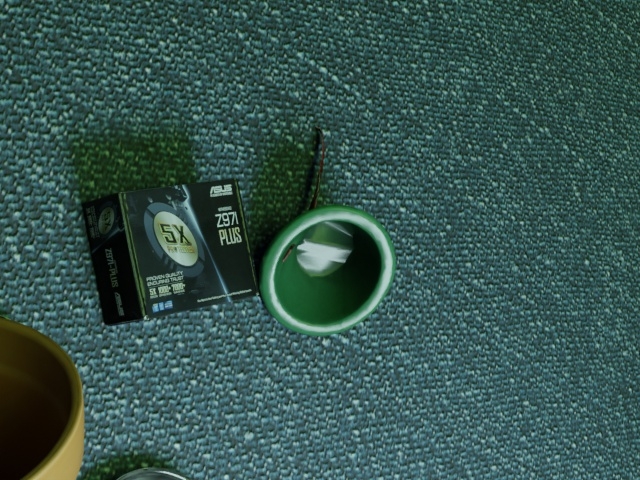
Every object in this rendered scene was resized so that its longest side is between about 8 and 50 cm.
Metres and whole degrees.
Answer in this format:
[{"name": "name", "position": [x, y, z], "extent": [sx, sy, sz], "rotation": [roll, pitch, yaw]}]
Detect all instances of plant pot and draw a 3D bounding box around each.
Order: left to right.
[{"name": "plant pot", "position": [-0.350, 0.229, 1.184], "extent": [0.291, 0.290, 0.204], "rotation": [-37, 139, -42]}]

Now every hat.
[{"name": "hat", "position": [0.000, 0.000, 1.745], "extent": [0.208, 0.183, 0.173], "rotation": [-46, 114, 7]}]

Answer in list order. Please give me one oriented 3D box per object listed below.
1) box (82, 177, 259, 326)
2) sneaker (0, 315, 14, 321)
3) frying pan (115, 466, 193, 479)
[{"name": "box", "position": [-0.172, 0.011, 1.534], "extent": [0.180, 0.077, 0.147], "rotation": [-9, 88, -45]}, {"name": "sneaker", "position": [-0.375, 0.115, 1.336], "extent": [0.190, 0.071, 0.083], "rotation": [9, 101, -46]}, {"name": "frying pan", "position": [-0.169, 0.411, 1.435], "extent": [0.197, 0.053, 0.326], "rotation": [8, 63, -40]}]
